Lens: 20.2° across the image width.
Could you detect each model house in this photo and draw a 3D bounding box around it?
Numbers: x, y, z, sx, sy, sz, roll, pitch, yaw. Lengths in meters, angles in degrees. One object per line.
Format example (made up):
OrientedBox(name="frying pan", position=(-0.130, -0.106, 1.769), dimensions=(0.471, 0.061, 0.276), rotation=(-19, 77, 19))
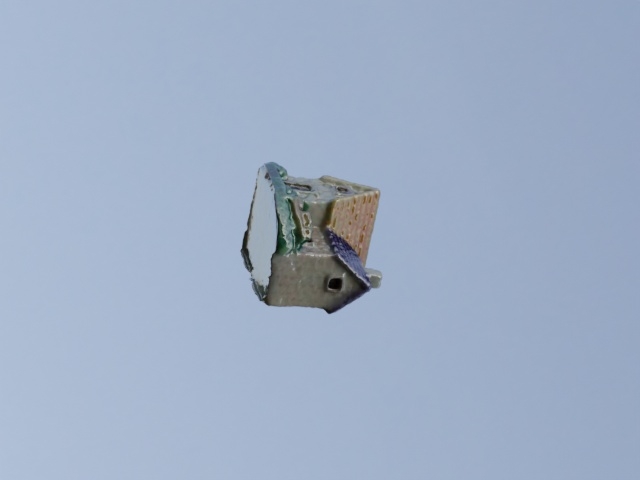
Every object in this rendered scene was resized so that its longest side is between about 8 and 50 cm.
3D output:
OrientedBox(name="model house", position=(0.000, 0.000, 1.393), dimensions=(0.100, 0.100, 0.087), rotation=(-111, -148, -61))
